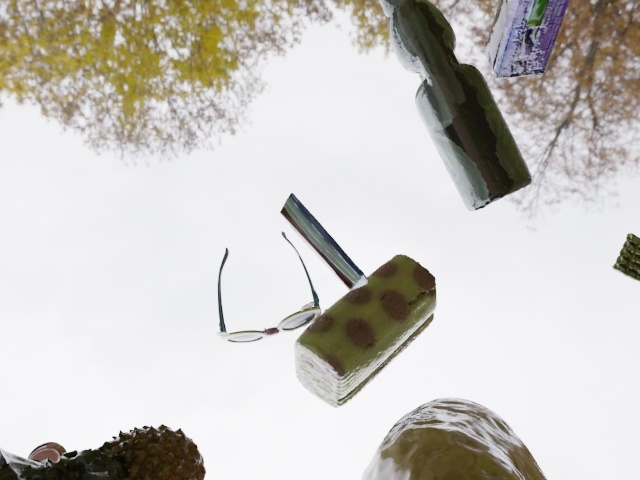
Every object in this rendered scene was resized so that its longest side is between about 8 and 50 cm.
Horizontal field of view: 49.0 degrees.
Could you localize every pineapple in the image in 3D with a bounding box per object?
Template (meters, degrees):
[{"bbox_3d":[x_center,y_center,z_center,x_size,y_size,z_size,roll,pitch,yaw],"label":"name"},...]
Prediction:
[{"bbox_3d":[-0.251,0.240,0.720,0.130,0.277,0.119,30,-86,37],"label":"pineapple"}]

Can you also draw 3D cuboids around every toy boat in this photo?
[{"bbox_3d":[0.000,0.000,1.256,0.046,0.080,0.229,-40,-115,-7],"label":"toy boat"},{"bbox_3d":[0.496,0.034,1.073,0.115,0.063,0.016,20,-175,-28],"label":"toy boat"}]

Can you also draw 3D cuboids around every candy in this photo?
[{"bbox_3d":[0.304,-0.357,0.962,0.088,0.312,0.061,-7,-124,-8],"label":"candy"}]

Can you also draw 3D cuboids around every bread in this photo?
[{"bbox_3d":[0.099,0.188,1.504,0.155,0.187,0.338,35,-123,28],"label":"bread"}]

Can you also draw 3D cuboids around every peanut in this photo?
[{"bbox_3d":[0.130,0.256,0.660,0.192,0.387,0.169,38,-84,12],"label":"peanut"}]

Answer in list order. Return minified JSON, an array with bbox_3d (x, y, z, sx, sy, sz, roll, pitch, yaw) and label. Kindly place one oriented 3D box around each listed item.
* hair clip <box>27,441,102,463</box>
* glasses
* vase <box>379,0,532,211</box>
[{"bbox_3d":[-0.303,0.307,0.874,0.138,0.123,0.102,6,-172,-15],"label":"hair clip"},{"bbox_3d":[-0.098,0.093,1.300,0.190,0.088,0.220,-19,-137,8],"label":"glasses"},{"bbox_3d":[0.101,-0.129,0.571,0.060,0.060,0.211,-25,-92,-23],"label":"vase"}]
